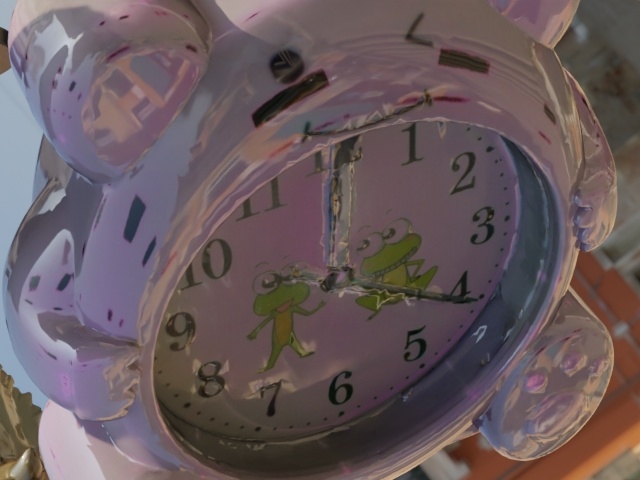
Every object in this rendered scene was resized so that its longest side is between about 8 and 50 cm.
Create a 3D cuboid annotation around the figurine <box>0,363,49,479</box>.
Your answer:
[{"bbox_3d":[-0.287,0.251,1.316,0.207,0.166,0.387,-10,-130,-44],"label":"figurine"}]

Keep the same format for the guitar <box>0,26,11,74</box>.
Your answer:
[{"bbox_3d":[-0.392,-0.216,1.376,0.233,0.088,0.025,36,-141,-54],"label":"guitar"}]

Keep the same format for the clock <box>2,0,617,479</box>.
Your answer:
[{"bbox_3d":[0.000,0.000,0.658,0.113,0.296,0.322,-128,27,-45],"label":"clock"}]
